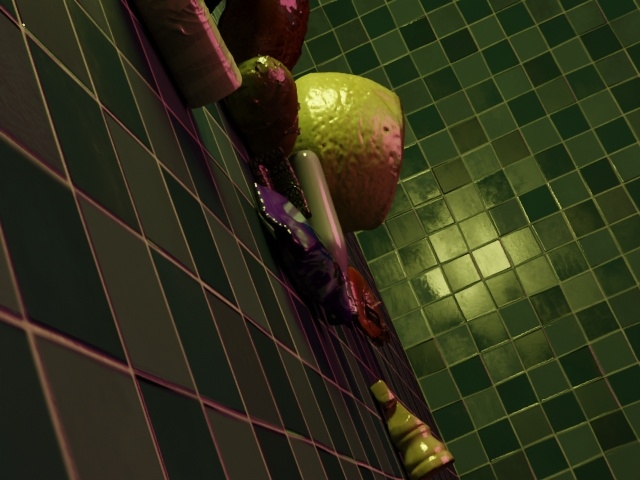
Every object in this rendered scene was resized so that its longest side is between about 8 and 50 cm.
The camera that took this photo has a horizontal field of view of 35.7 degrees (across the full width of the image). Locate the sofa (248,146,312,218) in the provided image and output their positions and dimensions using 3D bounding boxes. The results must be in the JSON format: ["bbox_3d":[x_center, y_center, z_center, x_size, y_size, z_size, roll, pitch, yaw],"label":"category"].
[{"bbox_3d":[-0.062,-0.080,1.539,0.039,0.060,0.118,63,4,-78],"label":"sofa"}]

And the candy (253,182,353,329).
[{"bbox_3d":[-0.021,0.024,1.461,0.145,0.070,0.275,59,1,38],"label":"candy"}]

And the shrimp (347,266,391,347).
[{"bbox_3d":[0.101,0.161,2.210,0.248,0.068,0.150,54,24,-44],"label":"shrimp"}]

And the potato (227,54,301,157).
[{"bbox_3d":[-0.086,-0.205,1.591,0.090,0.117,0.225,56,-12,33],"label":"potato"}]

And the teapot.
[{"bbox_3d":[-0.152,-0.265,1.157,0.077,0.107,0.200,-100,165,-60],"label":"teapot"}]

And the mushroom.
[{"bbox_3d":[-0.097,-0.363,1.657,0.253,0.153,0.253,-169,-90,-88],"label":"mushroom"}]

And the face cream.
[{"bbox_3d":[0.000,0.000,1.662,0.144,0.071,0.291,106,-31,-68],"label":"face cream"}]

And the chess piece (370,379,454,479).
[{"bbox_3d":[0.156,0.346,1.839,0.200,0.090,0.090,56,1,22],"label":"chess piece"}]

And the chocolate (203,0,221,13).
[{"bbox_3d":[-0.214,-0.485,1.581,0.177,0.206,0.224,28,-18,-1],"label":"chocolate"}]

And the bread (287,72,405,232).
[{"bbox_3d":[0.028,-0.175,1.941,0.320,0.237,0.320,-173,-90,-82],"label":"bread"}]
